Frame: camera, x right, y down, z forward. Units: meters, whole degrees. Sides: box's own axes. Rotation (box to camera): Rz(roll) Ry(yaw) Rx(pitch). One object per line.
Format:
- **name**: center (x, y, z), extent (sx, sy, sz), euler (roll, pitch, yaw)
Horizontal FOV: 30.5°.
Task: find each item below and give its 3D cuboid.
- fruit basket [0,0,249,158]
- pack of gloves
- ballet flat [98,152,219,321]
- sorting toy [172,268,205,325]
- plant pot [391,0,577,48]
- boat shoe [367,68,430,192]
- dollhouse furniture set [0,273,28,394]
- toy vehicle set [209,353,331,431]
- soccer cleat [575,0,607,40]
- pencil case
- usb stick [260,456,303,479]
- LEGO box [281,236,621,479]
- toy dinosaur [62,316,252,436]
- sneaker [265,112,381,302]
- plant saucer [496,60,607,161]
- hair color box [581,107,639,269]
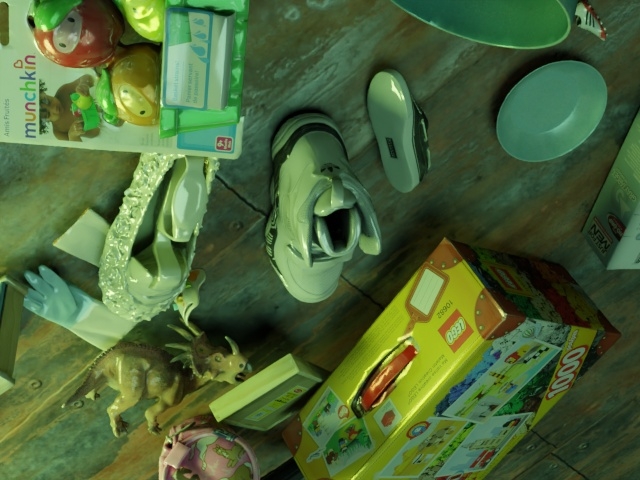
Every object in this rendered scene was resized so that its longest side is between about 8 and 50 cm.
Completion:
- **fruit basket**: center (-0.266, -0.263, 1.540), extent (0.353, 0.165, 0.326), euler (2, 116, -10)
- **pack of gloves**: center (-0.362, 0.058, 1.881), extent (0.195, 0.046, 0.232), euler (-45, 135, 7)
- **ballet flat**: center (-0.240, -0.015, 1.772), extent (0.147, 0.147, 0.408), euler (4, 123, -23)
- **sorting toy**: center (-0.219, 0.099, 1.933), extent (0.045, 0.075, 0.083), euler (10, 124, -28)
- **plant pot**: center (0.225, -0.411, 1.568), extent (0.290, 0.290, 0.195), euler (28, 79, -36)
- **boat shoe**: center (0.128, -0.181, 1.837), extent (0.070, 0.078, 0.219), euler (-42, 138, -32)
- **dollhouse furniture set**: center (-0.623, 0.115, 1.691), extent (0.286, 0.198, 0.303), euler (-33, 126, 22)
- **toy vehicle set**: center (-0.077, 0.274, 2.076), extent (0.166, 0.035, 0.267), euler (-32, 161, 6)
- **soccer cleat**: center (0.420, -0.341, 1.836), extent (0.036, 0.029, 0.083), euler (-31, 130, 18)
- **pencil case**: center (-0.194, 0.385, 1.992), extent (0.160, 0.167, 0.386), euler (-4, 174, -7)
- **usb stick**: center (-0.059, 0.439, 2.203), extent (0.278, 0.045, 0.077), euler (-23, 155, -55)
- **LEGO box**: center (0.233, 0.257, 2.106), extent (0.373, 0.193, 0.500), euler (11, 125, -45)
- **toy dinosaur**: center (-0.285, 0.215, 1.963), extent (0.296, 0.127, 0.200), euler (6, 126, -29)
- **sneaker**: center (0.000, 0.000, 1.839), extent (0.138, 0.210, 0.365), euler (-10, 131, -12)
- **plant saucer**: center (0.371, -0.218, 1.913), extent (0.195, 0.037, 0.194), euler (-11, 132, -12)
- **hair color box**: center (0.619, -0.124, 2.035), extent (0.186, 0.113, 0.374), euler (2, 127, -21)
